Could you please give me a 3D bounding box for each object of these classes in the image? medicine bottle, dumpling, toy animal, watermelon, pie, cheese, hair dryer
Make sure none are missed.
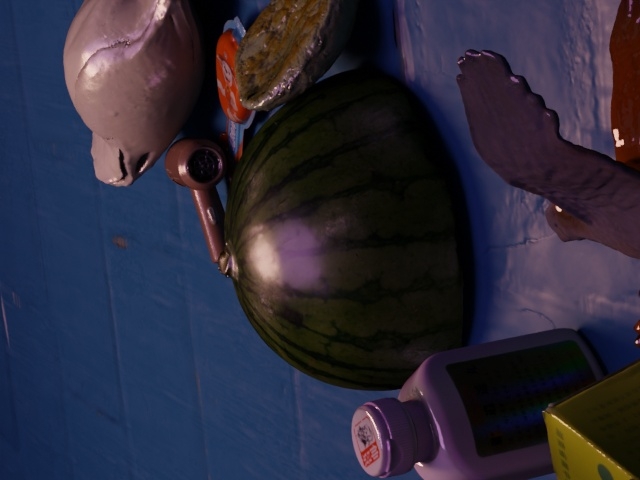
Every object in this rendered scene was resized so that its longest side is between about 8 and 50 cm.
[{"bbox_3d":[0.135,0.147,1.443,0.078,0.219,0.115,-54,50,58],"label":"medicine bottle"},{"bbox_3d":[0.286,0.194,1.206,0.250,0.141,0.137,40,148,52],"label":"medicine bottle"},{"bbox_3d":[-0.234,-0.252,2.137,0.341,0.181,0.260,79,178,-52],"label":"dumpling"},{"bbox_3d":[0.281,-0.047,1.221,0.284,0.225,0.302,25,138,36],"label":"toy animal"},{"bbox_3d":[0.000,0.000,1.729,0.331,0.189,0.331,40,139,47],"label":"watermelon"},{"bbox_3d":[-0.025,-0.210,1.764,0.187,0.041,0.187,-41,32,33],"label":"pie"},{"bbox_3d":[-0.099,-0.158,2.035,0.256,0.037,0.106,99,151,-48],"label":"cheese"},{"bbox_3d":[-0.134,-0.039,2.137,0.117,0.064,0.182,-159,49,-74],"label":"hair dryer"}]
